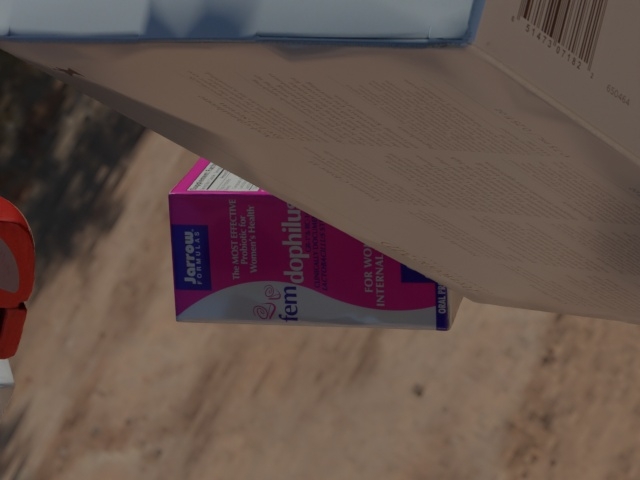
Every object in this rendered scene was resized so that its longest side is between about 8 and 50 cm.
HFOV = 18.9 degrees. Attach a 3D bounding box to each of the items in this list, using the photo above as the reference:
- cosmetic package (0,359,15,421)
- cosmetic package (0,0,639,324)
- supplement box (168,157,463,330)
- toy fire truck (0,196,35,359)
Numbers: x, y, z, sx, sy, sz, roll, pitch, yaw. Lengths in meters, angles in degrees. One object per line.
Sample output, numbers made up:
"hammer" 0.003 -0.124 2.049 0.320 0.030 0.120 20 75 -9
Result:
"cosmetic package" -0.363 0.088 1.814 0.117 0.085 0.231 -62 39 37
"cosmetic package" 0.081 -0.055 0.882 0.284 0.377 0.097 4 73 43
"supplement box" 0.000 0.000 1.521 0.114 0.220 0.111 -56 -35 -68
"toy fire truck" -0.180 -0.023 0.668 0.047 0.192 0.135 35 115 46
